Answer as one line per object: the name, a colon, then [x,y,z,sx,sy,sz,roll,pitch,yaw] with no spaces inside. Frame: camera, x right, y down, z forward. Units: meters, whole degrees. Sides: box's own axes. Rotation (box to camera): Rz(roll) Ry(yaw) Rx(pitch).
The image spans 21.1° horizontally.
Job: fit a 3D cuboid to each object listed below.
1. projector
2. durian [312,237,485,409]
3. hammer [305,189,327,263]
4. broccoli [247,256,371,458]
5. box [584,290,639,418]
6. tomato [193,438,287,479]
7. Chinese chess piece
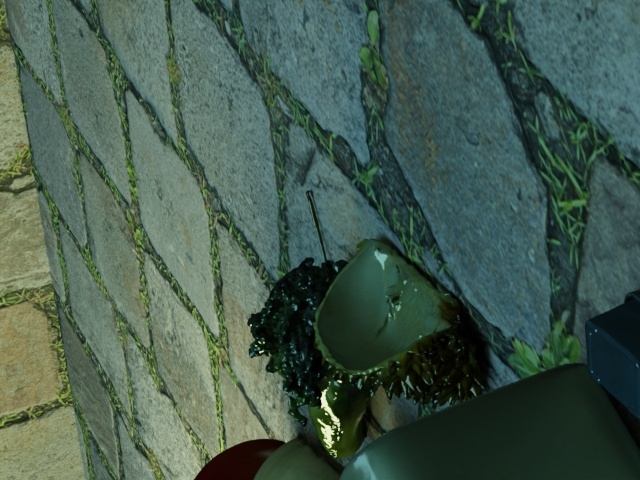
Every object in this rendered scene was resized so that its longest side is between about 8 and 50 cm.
projector: [0.169,0.287,1.477,0.249,0.248,0.248,62,159,26]
durian: [0.078,0.096,1.788,0.252,0.144,0.139,-135,54,-62]
hammer: [0.000,0.000,2.041,0.029,0.014,0.123,-1,104,61]
broccoli: [0.011,0.156,2.001,0.145,0.165,0.304,47,161,36]
box: [0.253,0.094,1.365,0.099,0.054,0.074,-136,35,-54]
tomato: [-0.073,0.419,2.304,0.298,0.226,0.298,165,90,-69]
Chinese chess piece: [0.037,0.330,1.942,0.257,0.104,0.257,40,176,3]
